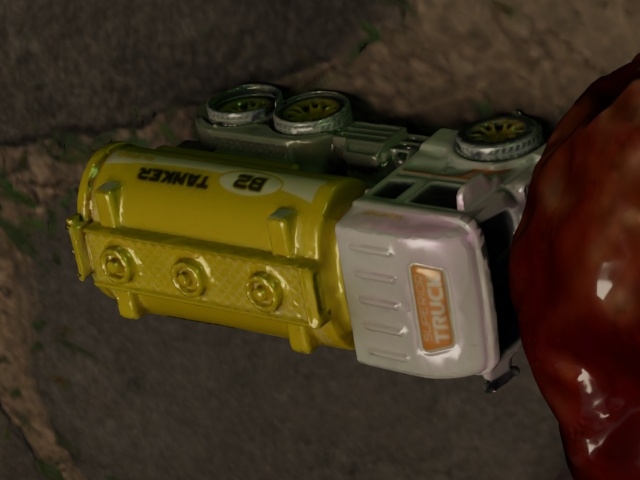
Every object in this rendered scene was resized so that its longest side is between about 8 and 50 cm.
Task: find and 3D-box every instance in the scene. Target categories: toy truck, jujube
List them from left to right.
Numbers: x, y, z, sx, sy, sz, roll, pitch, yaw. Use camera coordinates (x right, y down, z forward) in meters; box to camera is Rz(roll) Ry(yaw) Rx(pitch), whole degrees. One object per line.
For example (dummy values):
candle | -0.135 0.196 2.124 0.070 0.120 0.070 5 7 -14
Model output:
toy truck | 0.000 0.000 0.861 0.227 0.114 0.098 9 122 35
jujube | 0.183 0.004 0.630 0.213 0.232 0.213 22 129 30

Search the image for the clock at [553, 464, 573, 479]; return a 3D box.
clock | 0.174 0.182 0.870 0.197 0.068 0.197 21 128 29
